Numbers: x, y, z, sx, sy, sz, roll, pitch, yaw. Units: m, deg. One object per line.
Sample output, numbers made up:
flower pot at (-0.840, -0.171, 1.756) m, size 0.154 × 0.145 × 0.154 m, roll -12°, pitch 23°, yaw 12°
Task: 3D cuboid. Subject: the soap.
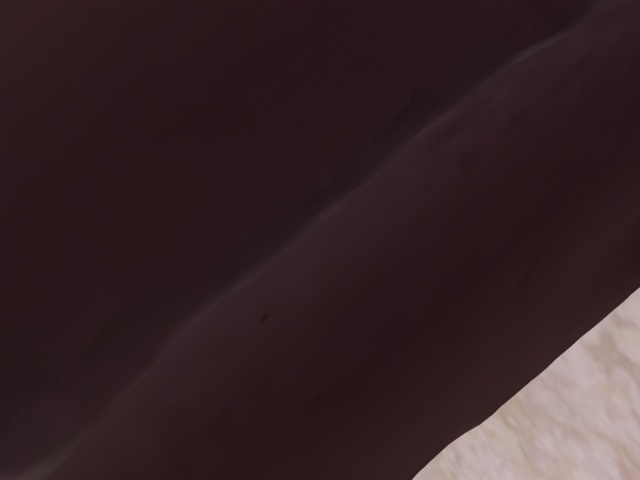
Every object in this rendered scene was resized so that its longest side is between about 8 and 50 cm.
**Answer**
soap at (0.000, 0.000, 0.589) m, size 0.107 × 0.285 × 0.296 m, roll 45°, pitch 161°, yaw 20°
